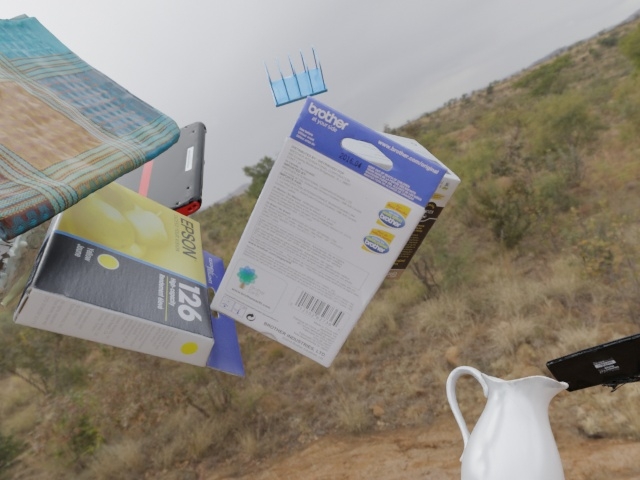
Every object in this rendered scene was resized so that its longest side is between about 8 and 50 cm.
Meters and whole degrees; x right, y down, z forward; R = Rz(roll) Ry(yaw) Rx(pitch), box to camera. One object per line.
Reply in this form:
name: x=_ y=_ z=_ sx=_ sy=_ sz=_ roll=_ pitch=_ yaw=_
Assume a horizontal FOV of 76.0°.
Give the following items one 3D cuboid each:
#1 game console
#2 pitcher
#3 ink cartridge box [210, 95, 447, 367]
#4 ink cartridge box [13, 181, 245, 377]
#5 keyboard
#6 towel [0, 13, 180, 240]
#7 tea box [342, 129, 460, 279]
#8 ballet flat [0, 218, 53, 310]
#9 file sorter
game console: x=-0.464 y=-0.152 z=1.110 sx=0.342 sy=0.060 sz=0.386 roll=-20 pitch=47 yaw=7
pitcher: x=0.249 y=0.290 z=0.582 sx=0.126 sy=0.207 sz=0.178 roll=22 pitch=-18 yaw=-31
ink cartridge box: x=0.000 y=0.000 z=0.529 sx=0.311 sy=0.186 sz=0.065 roll=-62 pitch=1 yaw=23
ink cartridge box: x=-0.251 y=0.043 z=0.634 sx=0.072 sy=0.307 sz=0.303 roll=-51 pitch=36 yaw=18
keyboard: x=0.539 y=0.232 z=0.767 sx=0.192 sy=0.100 sz=0.038 roll=-35 pitch=0 yaw=37
towel: x=-0.335 y=-0.162 z=0.463 sx=0.040 sy=0.271 sz=0.370 roll=-48 pitch=14 yaw=22
tea box: x=0.092 y=-0.091 z=1.009 sx=0.329 sy=0.323 sz=0.220 roll=6 pitch=35 yaw=-31
ballet flat: x=-0.446 y=0.061 z=0.527 sx=0.147 sy=0.147 sz=0.408 roll=-23 pitch=32 yaw=10
file sorter: x=-0.080 y=-0.515 z=1.275 sx=0.170 sy=0.118 sz=0.104 roll=-17 pitch=-32 yaw=1
